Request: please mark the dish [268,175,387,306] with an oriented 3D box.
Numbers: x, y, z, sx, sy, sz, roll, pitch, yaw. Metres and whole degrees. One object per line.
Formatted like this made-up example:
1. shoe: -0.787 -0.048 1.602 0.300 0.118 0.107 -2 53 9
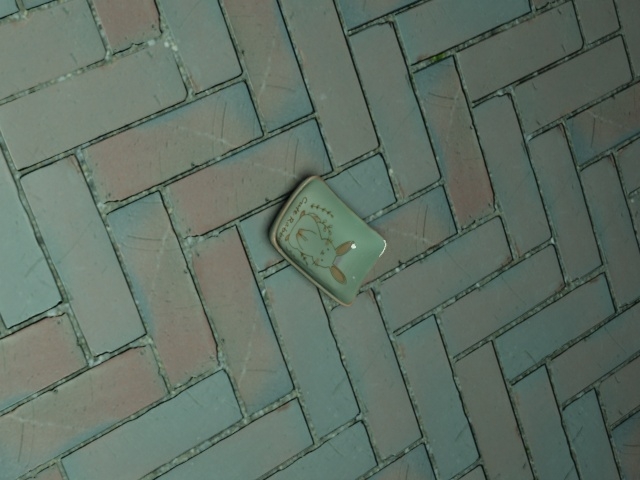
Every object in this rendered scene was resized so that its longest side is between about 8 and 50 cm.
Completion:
1. dish: 0.000 0.000 2.218 0.212 0.077 0.151 42 70 -28
